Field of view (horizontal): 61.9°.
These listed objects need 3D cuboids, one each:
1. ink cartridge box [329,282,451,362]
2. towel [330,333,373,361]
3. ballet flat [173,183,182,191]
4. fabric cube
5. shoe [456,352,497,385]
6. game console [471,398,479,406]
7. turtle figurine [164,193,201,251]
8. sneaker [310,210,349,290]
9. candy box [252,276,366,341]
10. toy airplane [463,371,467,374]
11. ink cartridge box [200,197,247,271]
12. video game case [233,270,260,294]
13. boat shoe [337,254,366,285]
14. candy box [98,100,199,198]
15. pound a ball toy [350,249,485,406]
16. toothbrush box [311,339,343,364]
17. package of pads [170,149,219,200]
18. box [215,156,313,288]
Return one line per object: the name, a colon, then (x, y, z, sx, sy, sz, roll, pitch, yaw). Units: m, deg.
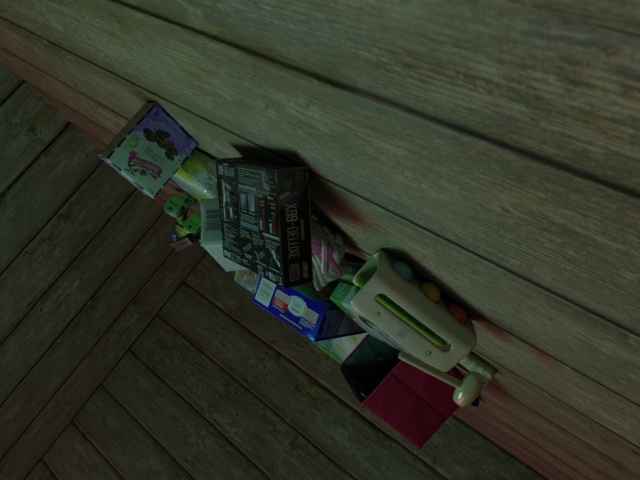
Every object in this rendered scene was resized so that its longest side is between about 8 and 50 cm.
ink cartridge box: (0.192, 0.198, 1.427, 0.211, 0.121, 0.289, 44, 166, -28)
towel: (0.241, 0.491, 2.170, 0.374, 0.090, 0.320, 49, 142, -5)
ballet flat: (-0.487, -0.212, 1.931, 0.203, 0.074, 0.074, 13, 154, 49)
fabric cube: (0.259, 0.420, 1.648, 0.258, 0.259, 0.254, 41, -178, -19)
shoe: (0.391, 0.330, 1.515, 0.219, 0.058, 0.076, 33, 168, 16)
game console: (0.472, 0.544, 2.142, 0.361, 0.044, 0.213, 29, 166, 31)
turtle figurine: (-0.399, -0.083, 1.792, 0.266, 0.275, 0.197, 94, 163, -79)
sneaker: (0.000, 0.000, 1.301, 0.103, 0.111, 0.252, -117, 6, -55)
candy box: (-0.006, 0.193, 1.686, 0.268, 0.122, 0.317, 28, -168, 33)
toy airplane: (0.439, 0.385, 1.665, 0.151, 0.028, 0.151, 36, 170, 8)
ink cartridge box: (-0.166, -0.015, 1.497, 0.272, 0.130, 0.309, -4, 164, 0)
video game case: (-0.275, 0.152, 2.139, 0.166, 0.119, 0.015, 31, -151, 24)
boat shoe: (0.053, 0.071, 1.460, 0.080, 0.073, 0.224, 33, 169, -37)
candy box: (-0.449, -0.238, 1.410, 0.070, 0.196, 0.165, 23, 163, 49)
pound a ball toy: (0.223, 0.174, 1.141, 0.319, 0.135, 0.208, 37, -160, -8)
toothbrush box: (0.137, 0.458, 2.373, 0.283, 0.206, 0.122, 37, 168, -6)
package of pads: (-0.358, -0.185, 1.589, 0.297, 0.101, 0.229, 30, 168, 27)
box: (-0.131, -0.052, 1.169, 0.307, 0.077, 0.242, 18, 114, 55)
